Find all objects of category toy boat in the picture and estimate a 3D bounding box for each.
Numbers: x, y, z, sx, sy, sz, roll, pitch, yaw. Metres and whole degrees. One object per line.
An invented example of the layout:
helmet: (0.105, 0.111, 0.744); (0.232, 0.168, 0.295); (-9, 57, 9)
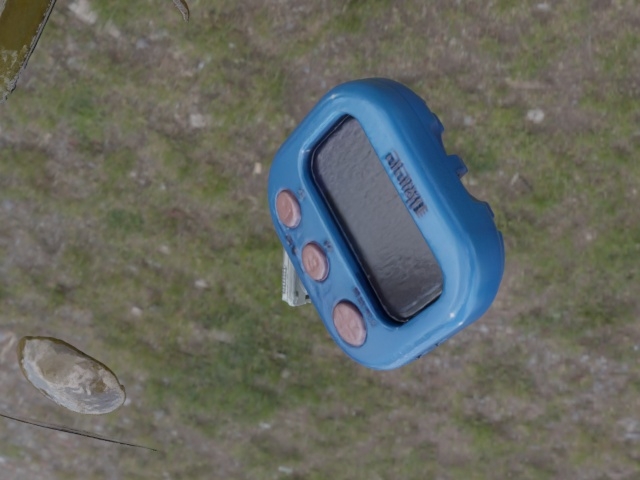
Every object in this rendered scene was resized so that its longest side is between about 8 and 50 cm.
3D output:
toy boat: (-0.006, 0.004, 2.022); (0.141, 0.141, 0.269); (14, 107, 0)
toy boat: (-0.395, -0.294, 1.187); (0.121, 0.089, 0.321); (36, 110, 20)

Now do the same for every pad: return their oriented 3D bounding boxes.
pad: (-0.341, 0.236, 1.258); (0.181, 0.004, 0.267); (24, 163, -40)

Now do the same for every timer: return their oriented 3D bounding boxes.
timer: (0.077, -0.018, 1.265); (0.309, 0.115, 0.340); (-44, 69, 49)

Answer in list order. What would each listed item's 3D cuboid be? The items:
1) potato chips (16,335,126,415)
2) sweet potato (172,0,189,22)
potato chips: (-0.429, 0.243, 1.675); (0.195, 0.062, 0.208); (0, 134, 29)
sweet potato: (-0.231, -0.393, 1.567); (0.026, 0.026, 0.115); (-2, 148, 16)
